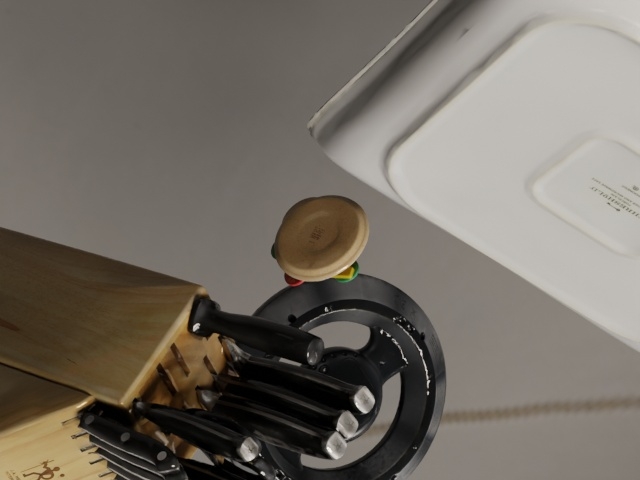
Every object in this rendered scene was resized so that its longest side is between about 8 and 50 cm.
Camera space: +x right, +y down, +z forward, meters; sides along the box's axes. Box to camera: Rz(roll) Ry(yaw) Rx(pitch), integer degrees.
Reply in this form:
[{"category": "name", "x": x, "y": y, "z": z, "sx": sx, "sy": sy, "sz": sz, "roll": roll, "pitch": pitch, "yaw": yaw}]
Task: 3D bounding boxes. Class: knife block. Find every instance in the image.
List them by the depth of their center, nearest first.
[{"category": "knife block", "x": -0.105, "y": 0.067, "z": 1.127, "sx": 0.242, "sy": 0.088, "sz": 0.276, "roll": -21, "pitch": 43, "yaw": 3}]

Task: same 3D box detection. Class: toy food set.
[{"category": "toy food set", "x": 0.000, "y": 0.000, "z": 1.439, "sx": 0.083, "sy": 0.020, "sz": 0.083, "roll": 4, "pitch": 59, "yaw": 26}]

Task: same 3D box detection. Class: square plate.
[{"category": "square plate", "x": 0.200, "y": -0.046, "z": 1.190, "sx": 0.347, "sy": 0.344, "sz": 0.049, "roll": 31, "pitch": 57, "yaw": -12}]

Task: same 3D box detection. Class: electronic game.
[{"category": "electronic game", "x": 0.013, "y": 0.142, "z": 1.660, "sx": 0.229, "sy": 0.048, "sz": 0.229, "roll": -4, "pitch": 100, "yaw": -24}]
